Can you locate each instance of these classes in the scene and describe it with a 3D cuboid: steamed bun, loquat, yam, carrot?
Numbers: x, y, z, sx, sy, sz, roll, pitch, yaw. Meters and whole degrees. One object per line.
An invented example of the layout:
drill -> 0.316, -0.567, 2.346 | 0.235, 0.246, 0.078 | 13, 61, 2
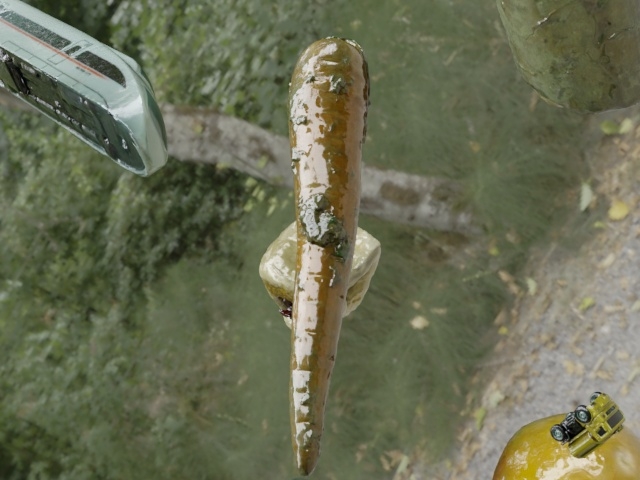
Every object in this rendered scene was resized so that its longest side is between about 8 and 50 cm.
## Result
steamed bun -> -0.005, 0.066, 1.362 | 0.172, 0.140, 0.155 | -41, -31, -41
loquat -> 0.381, 0.388, 1.318 | 0.276, 0.276, 0.284 | -49, -4, 28
yam -> 0.105, -0.129, 0.402 | 0.069, 0.146, 0.070 | -18, 31, 11
carrot -> 0.000, 0.000, 0.507 | 0.049, 0.049, 0.255 | -25, 58, 59

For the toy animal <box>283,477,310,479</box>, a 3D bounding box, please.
toy animal -> 0.008, 0.372, 1.009 | 0.108, 0.138, 0.236 | -42, 57, 1

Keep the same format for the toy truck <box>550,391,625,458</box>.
toy truck -> 0.330, 0.226, 1.121 | 0.049, 0.054, 0.083 | -23, -23, -43

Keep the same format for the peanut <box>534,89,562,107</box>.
peanut -> 0.287, -0.206, 0.909 | 0.263, 0.101, 0.117 | 162, 106, -65

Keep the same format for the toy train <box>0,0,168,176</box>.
toy train -> -0.255, -0.170, 0.970 | 0.088, 0.086, 0.407 | -36, 43, -22
